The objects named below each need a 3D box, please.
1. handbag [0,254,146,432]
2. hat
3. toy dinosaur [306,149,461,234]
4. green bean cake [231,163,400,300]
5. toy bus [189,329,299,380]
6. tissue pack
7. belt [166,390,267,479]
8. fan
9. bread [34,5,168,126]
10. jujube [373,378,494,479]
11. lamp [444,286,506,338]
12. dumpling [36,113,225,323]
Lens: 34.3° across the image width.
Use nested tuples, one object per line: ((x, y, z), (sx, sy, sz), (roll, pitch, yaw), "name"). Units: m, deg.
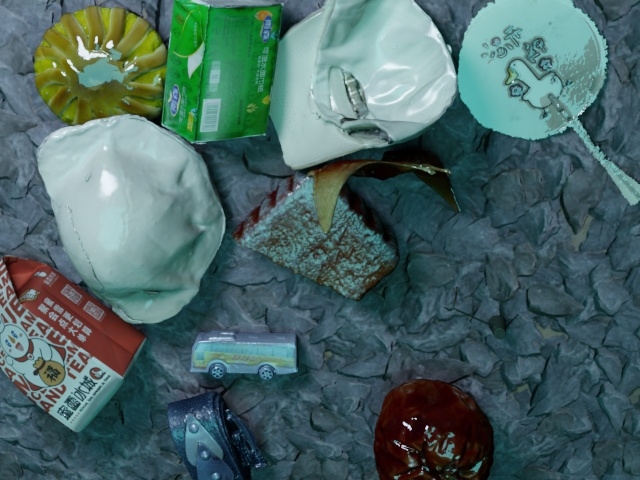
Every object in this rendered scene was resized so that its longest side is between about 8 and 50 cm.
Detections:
((-0.469, 0.168, 1.766), (0.298, 0.151, 0.171), (37, 116, -10), "handbag")
((0.049, -0.223, 1.582), (0.301, 0.168, 0.257), (-27, 73, 37), "hat")
((0.096, -0.075, 1.558), (0.207, 0.327, 0.113), (-3, 97, 12), "toy dinosaur")
((0.000, 0.000, 1.703), (0.233, 0.097, 0.198), (40, 108, -15), "green bean cake")
((-0.132, 0.199, 1.817), (0.190, 0.064, 0.075), (3, 109, 1), "toy bus")
((-0.163, -0.273, 1.568), (0.148, 0.156, 0.209), (-11, 120, -38), "tissue pack")
((-0.183, 0.365, 1.862), (0.128, 0.122, 0.218), (-17, 119, 7), "belt")
((0.382, -0.209, 1.642), (0.233, 0.012, 0.414), (-36, 106, 17), "fan")
((-0.336, -0.260, 1.593), (0.213, 0.105, 0.213), (1, 112, 3), "bread")
((0.199, 0.361, 1.813), (0.213, 0.213, 0.232), (0, 119, 2), "jujube")
((0.271, 0.133, 1.779), (0.121, 0.054, 0.041), (31, 111, -12), "lamp")
((-0.286, -0.034, 1.659), (0.260, 0.181, 0.341), (-21, 94, 1), "dumpling")
